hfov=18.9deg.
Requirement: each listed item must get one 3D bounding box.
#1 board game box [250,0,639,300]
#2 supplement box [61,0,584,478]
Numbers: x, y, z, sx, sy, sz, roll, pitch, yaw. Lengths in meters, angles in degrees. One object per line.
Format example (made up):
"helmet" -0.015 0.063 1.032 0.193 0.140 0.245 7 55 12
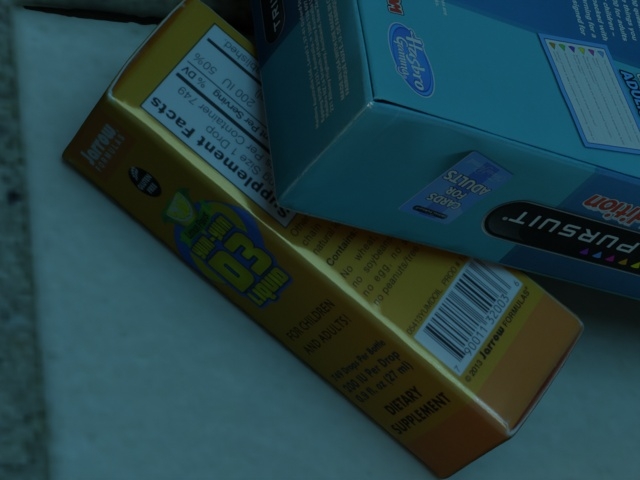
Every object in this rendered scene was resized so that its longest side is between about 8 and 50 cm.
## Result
"board game box" 0.127 -0.098 0.913 0.336 0.079 0.253 15 50 -29
"supplement box" 0.000 0.000 0.863 0.233 0.078 0.080 41 58 -2
